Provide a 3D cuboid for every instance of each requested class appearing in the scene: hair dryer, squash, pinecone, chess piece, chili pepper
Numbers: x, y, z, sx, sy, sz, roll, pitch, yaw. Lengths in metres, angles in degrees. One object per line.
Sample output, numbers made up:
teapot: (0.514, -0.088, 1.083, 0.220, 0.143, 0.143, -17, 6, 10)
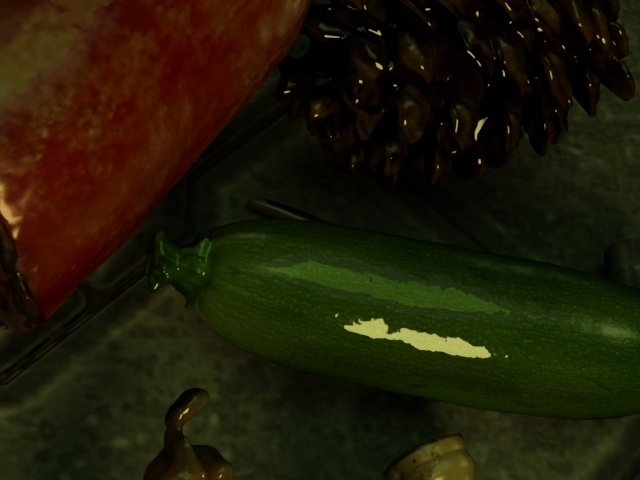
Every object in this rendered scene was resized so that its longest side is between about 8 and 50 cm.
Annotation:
hair dryer: (0.266, 0.039, 1.162, 0.114, 0.037, 0.063, 9, 55, -22)
squash: (0.078, 0.054, 1.040, 0.395, 0.107, 0.107, 12, 53, -12)
pinecone: (0.100, -0.148, 1.125, 0.272, 0.224, 0.224, -38, 73, -11)
chess piece: (0.101, 0.206, 0.973, 0.060, 0.060, 0.172, -15, 64, -27)
chili pepper: (-0.156, -0.120, 0.953, 0.229, 0.251, 0.305, 38, 75, 4)

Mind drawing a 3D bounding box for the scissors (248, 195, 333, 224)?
scissors: (0.000, 0.000, 1.109, 0.113, 0.012, 0.039, 18, 53, -6)

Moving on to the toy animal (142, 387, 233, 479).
toy animal: (-0.078, 0.250, 0.858, 0.157, 0.097, 0.312, -17, 61, -21)
